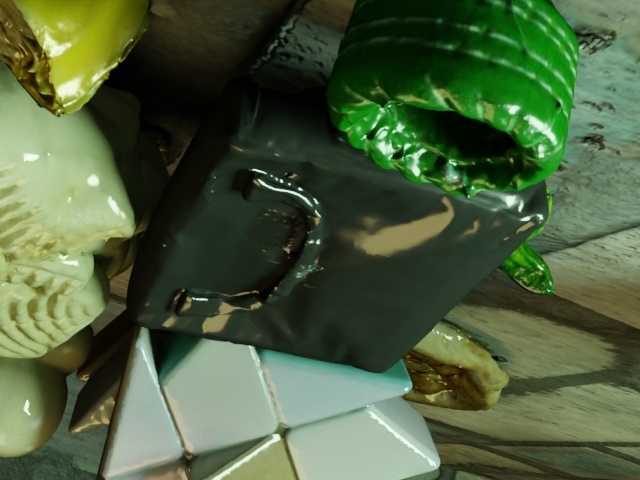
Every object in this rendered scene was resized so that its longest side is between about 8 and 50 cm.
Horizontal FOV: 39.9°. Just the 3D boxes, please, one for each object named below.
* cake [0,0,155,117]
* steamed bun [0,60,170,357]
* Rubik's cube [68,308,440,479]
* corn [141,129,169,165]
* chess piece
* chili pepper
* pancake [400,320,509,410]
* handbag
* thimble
[{"bbox_3d":[-0.165,-0.171,0.493,0.185,0.116,0.080,53,148,-8],"label":"cake"},{"bbox_3d":[-0.255,-0.050,0.678,0.276,0.203,0.289,-18,152,17],"label":"steamed bun"},{"bbox_3d":[-0.071,0.178,0.944,0.387,0.368,0.358,-17,-157,-1],"label":"Rubik's cube"},{"bbox_3d":[-0.156,-0.071,0.790,0.037,0.037,0.092,19,165,-12],"label":"corn"},{"bbox_3d":[-0.288,0.075,0.916,0.167,0.300,0.167,13,163,4],"label":"chess piece"},{"bbox_3d":[0.153,0.000,0.716,0.073,0.050,0.182,3,162,17],"label":"chili pepper"},{"bbox_3d":[0.075,0.157,1.229,0.382,0.071,0.382,13,160,5],"label":"pancake"},{"bbox_3d":[0.000,0.000,0.638,0.244,0.088,0.275,11,147,-19],"label":"handbag"},{"bbox_3d":[0.073,-0.082,0.464,0.118,0.090,0.130,3,159,33],"label":"thimble"}]
